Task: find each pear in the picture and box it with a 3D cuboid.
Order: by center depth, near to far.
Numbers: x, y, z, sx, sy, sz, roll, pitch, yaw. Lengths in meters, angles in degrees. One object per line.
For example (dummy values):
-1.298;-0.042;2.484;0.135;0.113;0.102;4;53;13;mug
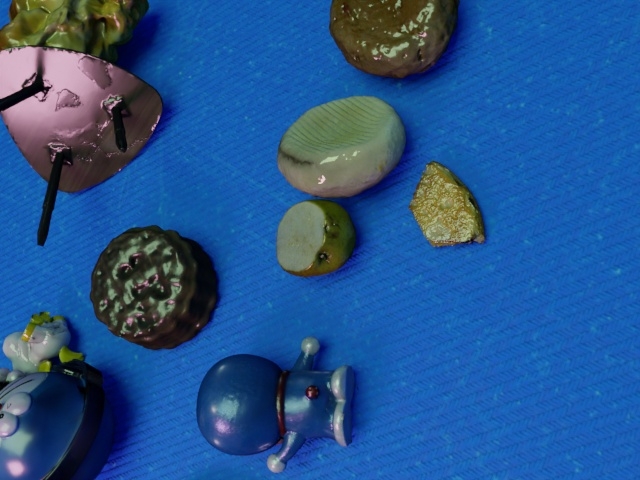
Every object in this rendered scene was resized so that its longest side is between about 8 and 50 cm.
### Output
0.000;0.000;1.192;0.141;0.104;0.141;-21;61;43;pear

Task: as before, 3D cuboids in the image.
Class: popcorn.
-0.503;-0.417;1.452;0.332;0.225;0.265;-34;51;2;popcorn

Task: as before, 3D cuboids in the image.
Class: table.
-0.486;-0.185;1.285;0.317;0.317;0.249;-31;31;15;table

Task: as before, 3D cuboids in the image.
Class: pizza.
0.201;-0.050;1.147;0.099;0.036;0.160;-34;66;13;pizza

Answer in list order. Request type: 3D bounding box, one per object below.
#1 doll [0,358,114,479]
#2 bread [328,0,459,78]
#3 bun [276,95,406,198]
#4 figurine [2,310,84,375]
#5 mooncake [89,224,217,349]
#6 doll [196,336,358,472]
-0.516;0.348;1.276;0.310;0.240;0.284;-14;45;37;doll
0.127;-0.381;1.209;0.230;0.123;0.230;-3;82;24;bread
0.039;-0.143;1.194;0.222;0.127;0.222;-16;39;14;bun
-0.563;0.227;1.403;0.178;0.109;0.129;-36;88;17;figurine
-0.307;0.085;1.297;0.228;0.124;0.228;-5;76;22;mooncake
-0.070;0.261;1.148;0.257;0.161;0.215;2;65;8;doll
